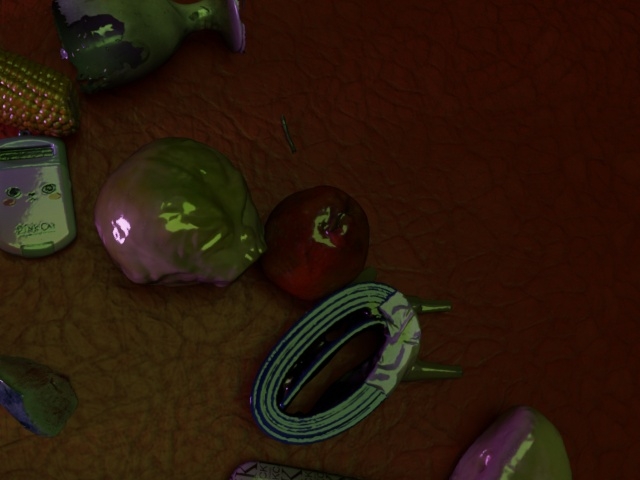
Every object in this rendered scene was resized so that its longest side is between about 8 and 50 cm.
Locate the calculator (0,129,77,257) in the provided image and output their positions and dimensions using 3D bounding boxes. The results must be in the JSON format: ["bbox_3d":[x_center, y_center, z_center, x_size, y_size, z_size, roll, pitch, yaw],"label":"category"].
[{"bbox_3d":[-0.526,-0.088,1.238,0.141,0.045,0.246,-7,79,-17],"label":"calculator"}]

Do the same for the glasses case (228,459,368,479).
[{"bbox_3d":[0.000,0.489,1.229,0.355,0.085,0.137,15,73,-12],"label":"glasses case"}]

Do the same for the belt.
[{"bbox_3d":[0.028,0.228,1.247,0.347,0.117,0.212,-41,80,-10],"label":"belt"}]

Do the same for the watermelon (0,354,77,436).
[{"bbox_3d":[-0.503,0.253,1.165,0.180,0.081,0.094,35,45,-11],"label":"watermelon"}]

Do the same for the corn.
[{"bbox_3d":[-0.617,-0.292,1.209,0.387,0.144,0.144,14,74,-12],"label":"corn"}]

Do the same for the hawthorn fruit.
[{"bbox_3d":[0.000,0.000,1.248,0.210,0.262,0.210,5,76,-20],"label":"hawthorn fruit"}]

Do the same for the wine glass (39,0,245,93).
[{"bbox_3d":[-0.327,-0.403,1.293,0.357,0.190,0.190,-21,84,-22],"label":"wine glass"}]

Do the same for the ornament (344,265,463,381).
[{"bbox_3d":[0.154,0.166,1.359,0.245,0.061,0.230,2,76,-9],"label":"ornament"}]

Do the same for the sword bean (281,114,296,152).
[{"bbox_3d":[-0.067,-0.221,1.413,0.012,0.012,0.083,-17,84,-18],"label":"sword bean"}]

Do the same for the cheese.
[{"bbox_3d":[0.391,0.448,1.301,0.251,0.173,0.248,23,81,-8],"label":"cheese"}]

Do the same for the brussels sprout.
[{"bbox_3d":[-0.255,-0.038,1.201,0.274,0.242,0.316,-15,61,-36],"label":"brussels sprout"}]
